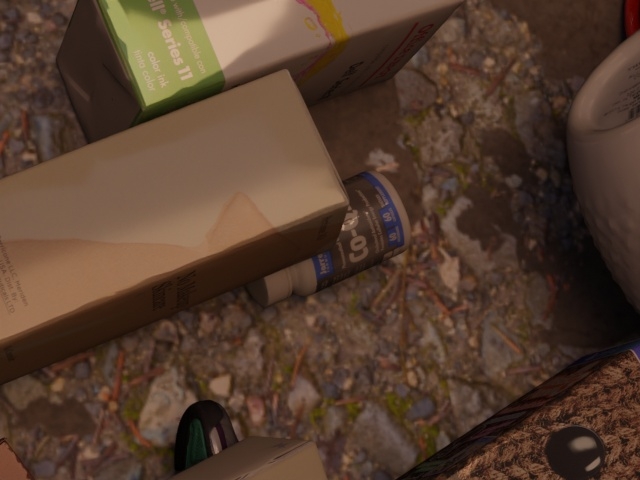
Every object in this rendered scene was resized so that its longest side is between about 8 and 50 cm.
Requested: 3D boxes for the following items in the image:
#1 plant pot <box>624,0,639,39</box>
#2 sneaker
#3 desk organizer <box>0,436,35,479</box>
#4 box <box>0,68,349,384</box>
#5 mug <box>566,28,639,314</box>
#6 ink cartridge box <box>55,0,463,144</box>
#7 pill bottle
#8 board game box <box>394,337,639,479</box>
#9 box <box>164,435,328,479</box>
[{"bbox_3d":[0.393,-0.225,1.614,0.174,0.191,0.191,15,75,-16],"label":"plant pot"},{"bbox_3d":[-0.052,0.232,1.454,0.098,0.083,0.223,-12,93,-29],"label":"sneaker"},{"bbox_3d":[-0.285,0.213,1.397,0.130,0.047,0.050,-37,93,-20],"label":"desk organizer"},{"bbox_3d":[-0.145,-0.006,1.380,0.311,0.148,0.121,-22,78,-9],"label":"box"},{"bbox_3d":[0.400,-0.045,1.451,0.328,0.374,0.276,46,41,-19],"label":"mug"},{"bbox_3d":[-0.022,-0.182,1.470,0.354,0.207,0.119,-21,83,-19],"label":"ink cartridge box"},{"bbox_3d":[0.000,0.000,1.509,0.137,0.078,0.078,-25,87,-20],"label":"pill bottle"},{"bbox_3d":[0.198,0.254,1.482,0.291,0.141,0.232,-31,89,-20],"label":"board game box"},{"bbox_3d":[-0.027,0.294,1.364,0.113,0.094,0.275,-23,100,-33],"label":"box"}]
